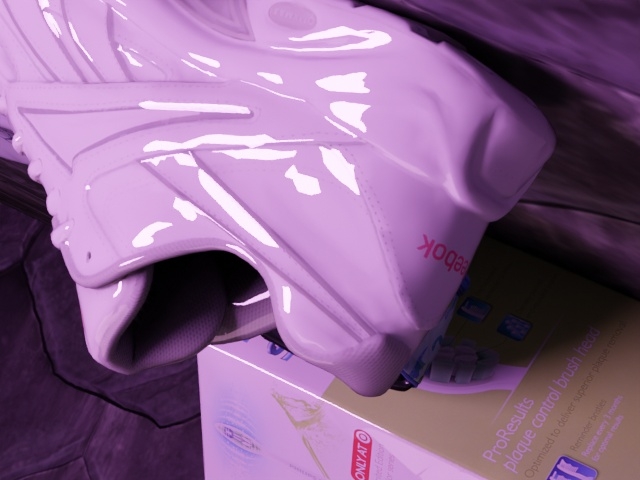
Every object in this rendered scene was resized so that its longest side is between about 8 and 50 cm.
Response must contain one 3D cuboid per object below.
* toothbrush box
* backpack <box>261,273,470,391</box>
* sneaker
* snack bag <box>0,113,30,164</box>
[{"bbox_3d":[0.097,0.126,0.763,0.283,0.122,0.206,25,142,20],"label":"toothbrush box"},{"bbox_3d":[0.000,0.000,0.650,0.114,0.084,0.105,30,176,14],"label":"backpack"},{"bbox_3d":[-0.054,-0.025,0.498,0.232,0.115,0.090,21,173,39],"label":"sneaker"},{"bbox_3d":[-0.153,-0.046,1.177,0.323,0.037,0.342,20,172,42],"label":"snack bag"}]
